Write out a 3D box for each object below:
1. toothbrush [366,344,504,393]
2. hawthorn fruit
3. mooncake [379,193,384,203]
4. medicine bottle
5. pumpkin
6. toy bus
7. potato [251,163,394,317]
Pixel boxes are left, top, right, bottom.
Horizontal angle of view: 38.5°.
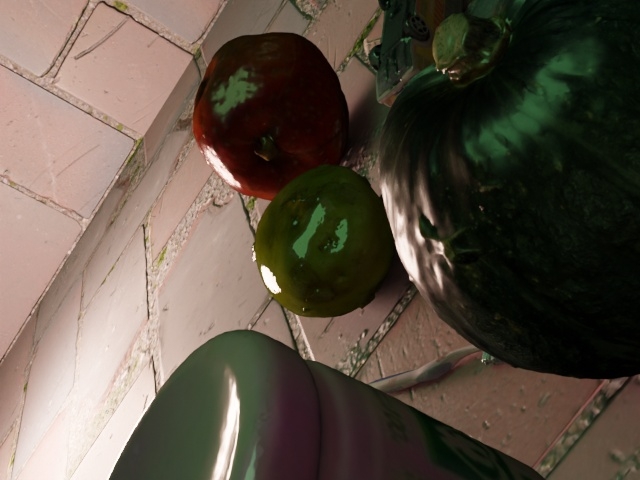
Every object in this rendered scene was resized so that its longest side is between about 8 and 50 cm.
[{"bbox_3d":[0.101,0.128,0.900,0.269,0.021,0.027,-28,33,54],"label":"toothbrush"},{"bbox_3d":[-0.072,-0.181,1.374,0.258,0.258,0.261,-47,53,29],"label":"hawthorn fruit"},{"bbox_3d":[0.179,-0.101,0.985,0.347,0.057,0.150,-50,36,39],"label":"mooncake"},{"bbox_3d":[0.043,0.208,0.527,0.212,0.325,0.212,-45,27,31],"label":"medicine bottle"},{"bbox_3d":[0.186,-0.028,0.599,0.293,0.263,0.197,-46,30,38],"label":"pumpkin"},{"bbox_3d":[0.134,-0.284,1.223,0.092,0.106,0.268,-37,34,44],"label":"toy bus"},{"bbox_3d":[0.000,0.000,1.092,0.253,0.149,0.186,163,112,-69],"label":"potato"}]
